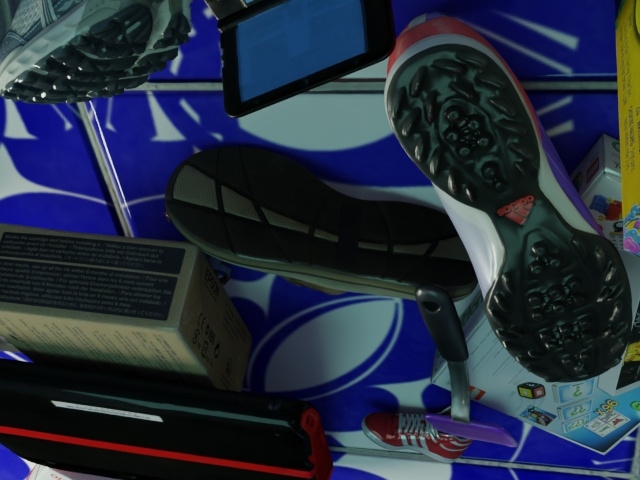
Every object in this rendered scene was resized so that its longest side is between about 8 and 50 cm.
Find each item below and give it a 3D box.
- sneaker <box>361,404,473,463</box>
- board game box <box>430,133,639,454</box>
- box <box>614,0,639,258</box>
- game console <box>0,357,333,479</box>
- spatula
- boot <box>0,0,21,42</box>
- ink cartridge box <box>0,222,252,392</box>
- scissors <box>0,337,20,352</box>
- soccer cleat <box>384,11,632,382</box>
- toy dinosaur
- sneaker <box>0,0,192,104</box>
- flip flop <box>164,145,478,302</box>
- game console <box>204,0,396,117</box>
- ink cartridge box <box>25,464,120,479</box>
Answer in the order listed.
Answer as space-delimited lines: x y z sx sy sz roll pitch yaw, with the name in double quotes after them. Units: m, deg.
0.107 0.198 0.978 0.118 0.042 0.067 18 139 -12 "sneaker"
0.249 0.065 0.805 0.193 0.053 0.305 23 134 -6 "board game box"
0.296 -0.138 0.436 0.177 0.290 0.279 25 133 -8 "box"
-0.183 0.198 0.971 0.386 0.060 0.342 6 152 7 "game console"
0.121 0.123 0.824 0.084 0.030 0.296 6 143 23 "spatula"
-0.260 -0.235 0.614 0.095 0.123 0.258 2 133 14 "boot"
-0.184 0.079 0.866 0.193 0.088 0.235 6 155 11 "ink cartridge box"
-0.401 0.118 1.064 0.297 0.021 0.109 19 132 -4 "scissors"
0.145 -0.027 0.687 0.108 0.116 0.318 -25 118 19 "soccer cleat"
-0.111 0.001 0.870 0.090 0.047 0.082 -23 114 -19 "toy dinosaur"
-0.137 -0.197 0.632 0.283 0.110 0.122 -33 75 32 "sneaker"
0.000 0.000 0.790 0.277 0.112 0.080 14 148 -5 "flip flop"
-0.031 -0.174 0.635 0.144 0.085 0.124 -17 126 28 "game console"
-0.326 0.320 1.203 0.099 0.056 0.135 31 133 -13 "ink cartridge box"
